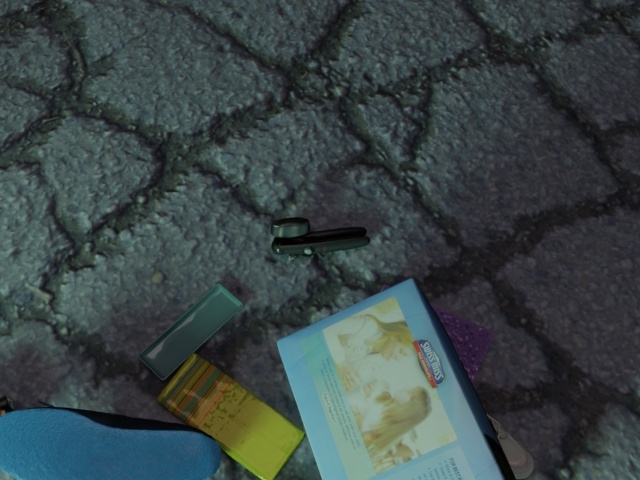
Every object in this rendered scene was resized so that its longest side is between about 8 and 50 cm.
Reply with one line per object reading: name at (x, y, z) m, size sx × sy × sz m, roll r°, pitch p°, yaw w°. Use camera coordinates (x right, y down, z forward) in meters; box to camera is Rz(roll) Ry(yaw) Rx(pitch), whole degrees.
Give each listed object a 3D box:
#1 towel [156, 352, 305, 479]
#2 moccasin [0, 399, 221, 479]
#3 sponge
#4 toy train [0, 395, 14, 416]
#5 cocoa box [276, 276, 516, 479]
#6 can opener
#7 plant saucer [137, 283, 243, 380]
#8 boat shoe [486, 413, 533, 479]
towel at (-0.147, 0.287, 1.258) m, size 0.237 × 0.021 × 0.102 m, roll 32°, pitch 69°, yaw 16°
moccasin at (-0.325, 0.330, 1.176) m, size 0.342 × 0.117 × 0.138 m, roll 11°, pitch 79°, yaw -2°
sponge at (0.179, 0.166, 1.325) m, size 0.210 × 0.031 × 0.117 m, roll 24°, pitch 62°, yaw 12°
toy train at (-0.557, 0.316, 1.203) m, size 0.184 × 0.080 × 0.105 m, roll -28°, pitch 69°, yaw -17°
cocoa box at (0.121, 0.275, 1.110) m, size 0.231 × 0.228 × 0.347 m, roll -26°, pitch 61°, yaw 8°
can opener at (0.000, 0.000, 1.411) m, size 0.186 × 0.073 × 0.059 m, roll 1°, pitch 50°, yaw -10°
plant saucer at (-0.222, 0.158, 1.335) m, size 0.067 × 0.018 × 0.192 m, roll 38°, pitch 66°, yaw 20°
boat shoe at (0.258, 0.305, 1.223) m, size 0.066 × 0.063 × 0.184 m, roll -40°, pitch 67°, yaw -22°
